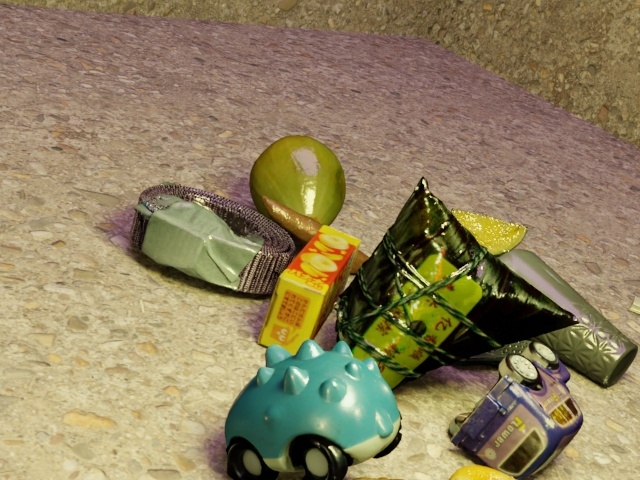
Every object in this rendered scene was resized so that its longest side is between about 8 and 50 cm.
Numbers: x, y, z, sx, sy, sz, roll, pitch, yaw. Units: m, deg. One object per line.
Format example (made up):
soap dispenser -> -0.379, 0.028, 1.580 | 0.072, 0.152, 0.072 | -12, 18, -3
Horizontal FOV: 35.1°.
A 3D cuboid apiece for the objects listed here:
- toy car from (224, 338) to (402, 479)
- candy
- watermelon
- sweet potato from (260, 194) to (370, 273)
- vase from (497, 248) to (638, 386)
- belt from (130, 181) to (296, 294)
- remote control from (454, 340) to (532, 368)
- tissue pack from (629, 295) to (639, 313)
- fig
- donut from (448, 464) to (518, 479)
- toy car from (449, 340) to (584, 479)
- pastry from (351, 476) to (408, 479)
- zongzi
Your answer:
toy car -> -0.018, 0.231, 1.391 | 0.255, 0.190, 0.188 | -12, 4, 40
candy -> -0.016, 0.088, 1.821 | 0.088, 0.146, 0.276 | 21, 23, 8
watermelon -> 0.392, -0.016, 2.382 | 0.181, 0.092, 0.075 | 12, 9, 11
sweet potato -> 0.000, 0.000, 2.056 | 0.314, 0.072, 0.066 | 32, 61, -18
vase -> 0.479, 0.161, 2.004 | 0.301, 0.156, 0.251 | 39, 7, 31
belt -> -0.205, -0.003, 1.930 | 0.325, 0.122, 0.260 | 27, 19, 17
remote control -> 0.337, 0.212, 1.899 | 0.222, 0.042, 0.072 | 5, 26, -21
tissue pack -> 0.762, 0.163, 2.304 | 0.108, 0.023, 0.056 | 24, 25, 16
fig -> -0.038, -0.105, 2.166 | 0.207, 0.207, 0.230 | -11, 57, -47
donut -> 0.245, 0.381, 1.455 | 0.152, 0.058, 0.152 | 16, 24, -7
toy car -> 0.331, 0.279, 1.623 | 0.158, 0.172, 0.235 | 45, 30, 19
pastry -> 0.101, 0.384, 1.306 | 0.192, 0.093, 0.182 | 6, 24, -32
zongzi -> 0.218, 0.123, 1.695 | 0.362, 0.383, 0.319 | 31, 30, -8
